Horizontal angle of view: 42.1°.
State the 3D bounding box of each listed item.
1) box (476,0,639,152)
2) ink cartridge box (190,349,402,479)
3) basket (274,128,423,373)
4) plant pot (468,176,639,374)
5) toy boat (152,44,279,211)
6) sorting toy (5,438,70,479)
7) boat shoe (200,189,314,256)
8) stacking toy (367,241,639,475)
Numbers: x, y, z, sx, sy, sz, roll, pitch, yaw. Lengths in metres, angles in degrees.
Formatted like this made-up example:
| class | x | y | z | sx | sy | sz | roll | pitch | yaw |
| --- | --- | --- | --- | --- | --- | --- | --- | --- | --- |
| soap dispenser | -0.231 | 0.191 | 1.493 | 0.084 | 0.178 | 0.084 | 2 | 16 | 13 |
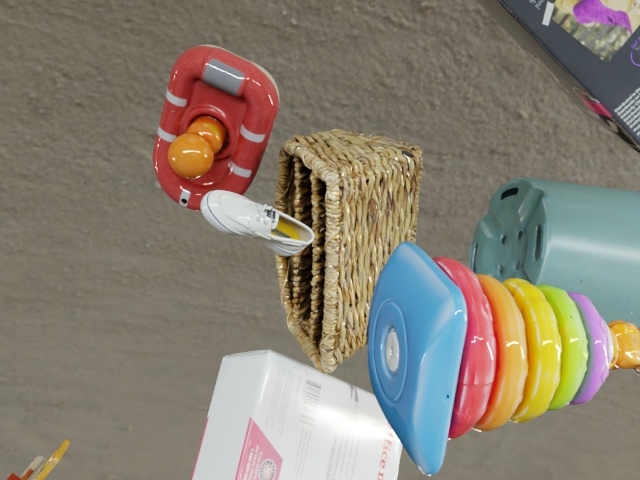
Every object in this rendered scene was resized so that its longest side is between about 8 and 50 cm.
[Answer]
| class | x | y | z | sx | sy | sz | roll | pitch | yaw |
| --- | --- | --- | --- | --- | --- | --- | --- | --- | --- |
| box | 0.286 | -0.245 | 0.886 | 0.270 | 0.165 | 0.143 | 39 | 104 | -20 |
| ink cartridge box | -0.024 | 0.304 | 1.202 | 0.283 | 0.207 | 0.117 | 29 | 152 | -34 |
| basket | 0.000 | 0.000 | 1.209 | 0.213 | 0.299 | 0.223 | 18 | -153 | 34 |
| plant pot | 0.455 | 0.048 | 1.407 | 0.333 | 0.341 | 0.341 | 10 | 149 | -17 |
| toy boat | -0.155 | -0.132 | 1.102 | 0.150 | 0.151 | 0.231 | 25 | 128 | 2 |
| sorting toy | -0.548 | 0.458 | 1.399 | 0.047 | 0.348 | 0.196 | 40 | -178 | -10 |
| boat shoe | -0.048 | -0.017 | 0.667 | 0.100 | 0.035 | 0.035 | 28 | 145 | -31 |
| stacking toy | 0.205 | 0.099 | 0.769 | 0.301 | 0.166 | 0.175 | 1 | 109 | -14 |
